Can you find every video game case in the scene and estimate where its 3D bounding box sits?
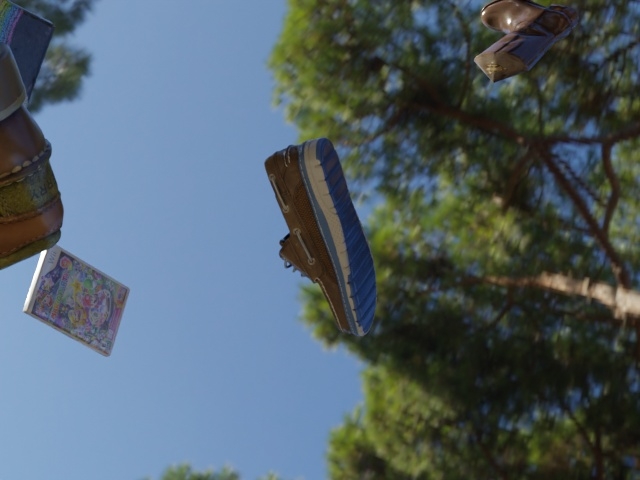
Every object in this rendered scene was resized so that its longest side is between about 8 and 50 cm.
[{"bbox_3d":[-0.271,0.067,1.443,0.011,0.087,0.122,-12,-35,41],"label":"video game case"}]

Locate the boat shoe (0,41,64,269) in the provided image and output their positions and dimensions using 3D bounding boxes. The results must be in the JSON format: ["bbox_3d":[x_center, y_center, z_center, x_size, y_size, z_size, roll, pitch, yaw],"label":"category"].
[{"bbox_3d":[-0.276,-0.007,0.625,0.307,0.111,0.104,-10,-65,15],"label":"boat shoe"}]

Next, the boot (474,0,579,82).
[{"bbox_3d":[0.165,-0.182,1.174,0.106,0.114,0.037,8,-50,41],"label":"boot"}]

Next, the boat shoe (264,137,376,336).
[{"bbox_3d":[0.000,0.000,1.133,0.066,0.066,0.183,-9,-74,23],"label":"boat shoe"}]

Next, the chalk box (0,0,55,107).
[{"bbox_3d":[-0.462,-0.213,1.383,0.179,0.289,0.180,19,-91,27],"label":"chalk box"}]
